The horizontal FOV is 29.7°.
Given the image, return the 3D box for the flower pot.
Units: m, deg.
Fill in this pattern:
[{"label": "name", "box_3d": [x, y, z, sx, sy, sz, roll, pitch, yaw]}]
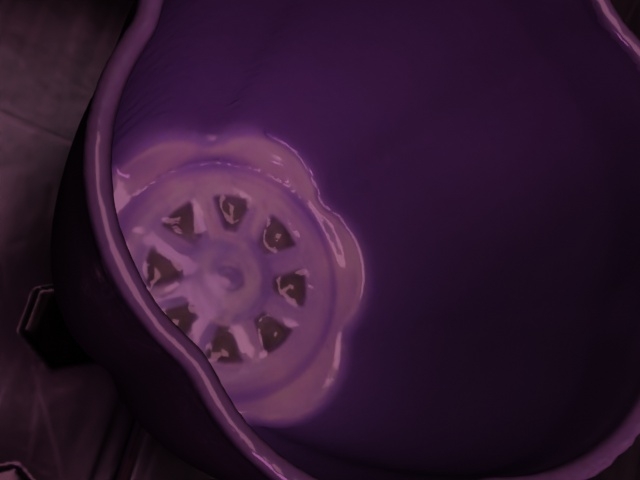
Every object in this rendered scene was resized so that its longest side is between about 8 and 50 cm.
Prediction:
[{"label": "flower pot", "box_3d": [0.000, 0.000, 0.558, 0.265, 0.243, 0.265, 6, 74, -21]}]
